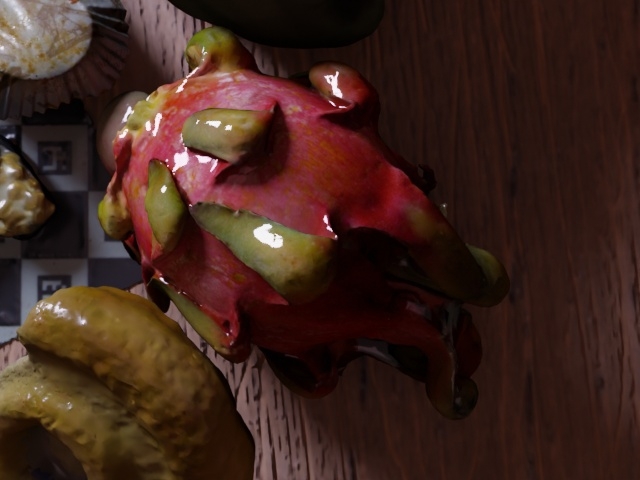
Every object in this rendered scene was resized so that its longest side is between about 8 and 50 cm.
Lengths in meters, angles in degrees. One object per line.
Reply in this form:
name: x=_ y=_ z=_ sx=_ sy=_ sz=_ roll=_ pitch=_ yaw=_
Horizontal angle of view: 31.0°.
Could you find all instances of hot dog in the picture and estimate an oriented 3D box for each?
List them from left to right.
hot dog: x=-0.275 y=-0.201 z=0.936 sx=0.162 sy=0.082 sz=0.270 roll=-36 pitch=72 yaw=-25

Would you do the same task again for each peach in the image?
peach: x=-0.142 y=-0.081 z=0.938 sx=0.083 sy=0.083 sz=0.083 roll=0 pitch=88 yaw=3

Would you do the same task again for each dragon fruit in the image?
dragon fruit: x=-0.009 y=-0.007 z=0.866 sx=0.307 sy=0.243 sz=0.227 roll=35 pitch=93 yaw=-36

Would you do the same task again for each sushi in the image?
sushi: x=-0.323 y=-0.041 z=0.960 sx=0.294 sy=0.059 sz=0.292 roll=-28 pitch=87 yaw=1

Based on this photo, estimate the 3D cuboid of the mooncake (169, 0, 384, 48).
mooncake: x=-0.028 y=-0.329 z=0.854 sx=0.351 sy=0.187 sz=0.351 roll=-4 pitch=77 yaw=19

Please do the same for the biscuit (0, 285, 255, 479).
biscuit: x=-0.157 y=0.167 z=0.863 sx=0.213 sy=0.091 sz=0.274 roll=28 pitch=124 yaw=5
